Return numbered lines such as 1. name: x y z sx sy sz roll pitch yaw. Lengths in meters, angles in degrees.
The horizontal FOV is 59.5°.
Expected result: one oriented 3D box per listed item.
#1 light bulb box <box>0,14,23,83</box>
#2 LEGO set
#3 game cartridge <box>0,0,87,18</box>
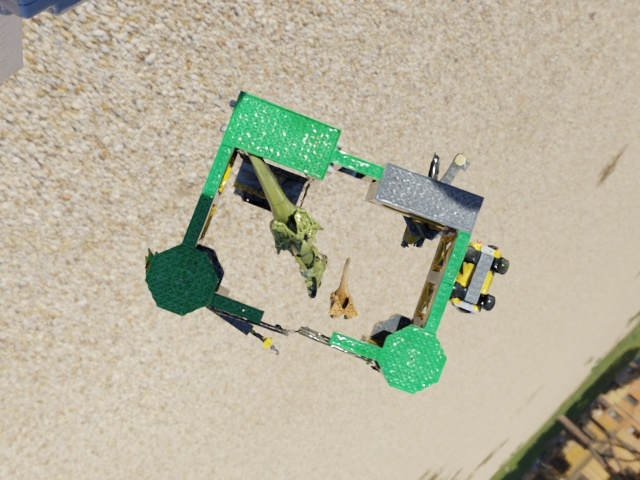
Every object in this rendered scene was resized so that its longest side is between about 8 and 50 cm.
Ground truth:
1. light bulb box: -0.565 -0.329 0.644 0.358 0.361 0.225 48 69 -18
2. LEGO set: 0.000 0.000 0.584 0.192 0.331 0.255 -155 -102 -85
3. game cartridge: -0.252 -0.284 0.404 0.196 0.294 0.060 -53 174 -39
